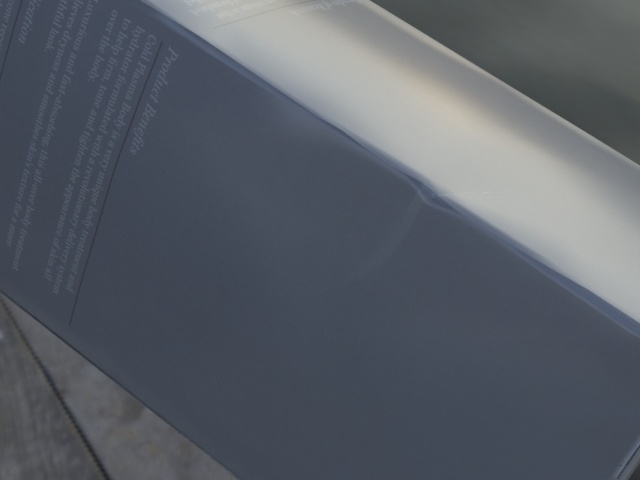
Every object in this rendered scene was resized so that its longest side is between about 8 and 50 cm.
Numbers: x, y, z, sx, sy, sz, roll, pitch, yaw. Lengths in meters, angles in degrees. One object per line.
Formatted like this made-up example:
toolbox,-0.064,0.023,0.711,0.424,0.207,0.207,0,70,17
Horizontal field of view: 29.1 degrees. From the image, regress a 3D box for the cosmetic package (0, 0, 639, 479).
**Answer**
cosmetic package,0.000,0.000,0.385,0.238,0.127,0.107,35,32,14
